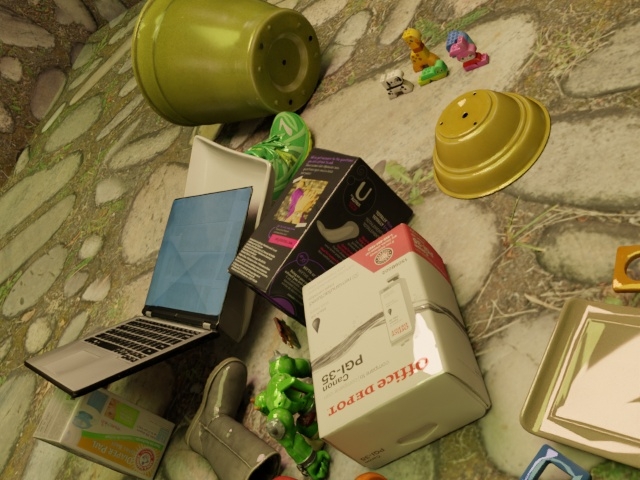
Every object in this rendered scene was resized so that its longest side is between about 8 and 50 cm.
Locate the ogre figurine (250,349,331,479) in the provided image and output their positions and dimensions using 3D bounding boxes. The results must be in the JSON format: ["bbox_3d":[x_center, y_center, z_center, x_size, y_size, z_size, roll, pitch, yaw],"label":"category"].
[{"bbox_3d":[-0.035,0.244,1.073,0.097,0.118,0.197,-13,48,40],"label":"ogre figurine"}]

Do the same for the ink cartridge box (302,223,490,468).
[{"bbox_3d":[0.096,0.145,1.025,0.207,0.117,0.283,-33,38,20],"label":"ink cartridge box"}]

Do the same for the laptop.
[{"bbox_3d":[-0.350,0.078,1.346,0.408,0.236,0.382,-21,10,-31],"label":"laptop"}]

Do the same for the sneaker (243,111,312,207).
[{"bbox_3d":[-0.102,-0.173,1.529,0.109,0.123,0.295,-14,48,36],"label":"sneaker"}]

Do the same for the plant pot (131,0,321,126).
[{"bbox_3d":[-0.200,-0.442,1.734,0.353,0.366,0.366,15,69,40],"label":"plant pot"}]

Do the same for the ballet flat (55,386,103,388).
[{"bbox_3d":[-0.554,0.310,1.616,0.222,0.077,0.079,-6,72,43],"label":"ballet flat"}]

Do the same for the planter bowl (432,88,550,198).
[{"bbox_3d":[0.258,-0.183,1.184,0.217,0.090,0.217,-28,40,26],"label":"planter bowl"}]

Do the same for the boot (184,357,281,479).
[{"bbox_3d":[-0.130,0.304,1.156,0.208,0.076,0.189,15,83,59],"label":"boot"}]

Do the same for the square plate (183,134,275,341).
[{"bbox_3d":[-0.195,-0.017,1.438,0.347,0.049,0.344,27,110,54],"label":"square plate"}]

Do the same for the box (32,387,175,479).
[{"bbox_3d":[-0.381,0.339,1.280,0.103,0.203,0.114,-7,54,44],"label":"box"}]

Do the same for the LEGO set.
[{"bbox_3d":[0.210,-0.370,1.407,0.227,0.093,0.087,-14,48,39],"label":"LEGO set"}]

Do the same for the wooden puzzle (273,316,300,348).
[{"bbox_3d":[-0.057,0.159,1.235,0.006,0.049,0.083,-43,36,10],"label":"wooden puzzle"}]

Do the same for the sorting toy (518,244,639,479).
[{"bbox_3d":[0.347,0.161,0.808,0.196,0.047,0.347,10,65,46],"label":"sorting toy"}]

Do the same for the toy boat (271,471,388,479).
[{"bbox_3d":[0.038,0.353,0.902,0.231,0.151,0.151,-1,28,46],"label":"toy boat"}]

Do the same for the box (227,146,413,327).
[{"bbox_3d":[0.000,0.000,1.222,0.270,0.165,0.143,-54,35,-9],"label":"box"}]
